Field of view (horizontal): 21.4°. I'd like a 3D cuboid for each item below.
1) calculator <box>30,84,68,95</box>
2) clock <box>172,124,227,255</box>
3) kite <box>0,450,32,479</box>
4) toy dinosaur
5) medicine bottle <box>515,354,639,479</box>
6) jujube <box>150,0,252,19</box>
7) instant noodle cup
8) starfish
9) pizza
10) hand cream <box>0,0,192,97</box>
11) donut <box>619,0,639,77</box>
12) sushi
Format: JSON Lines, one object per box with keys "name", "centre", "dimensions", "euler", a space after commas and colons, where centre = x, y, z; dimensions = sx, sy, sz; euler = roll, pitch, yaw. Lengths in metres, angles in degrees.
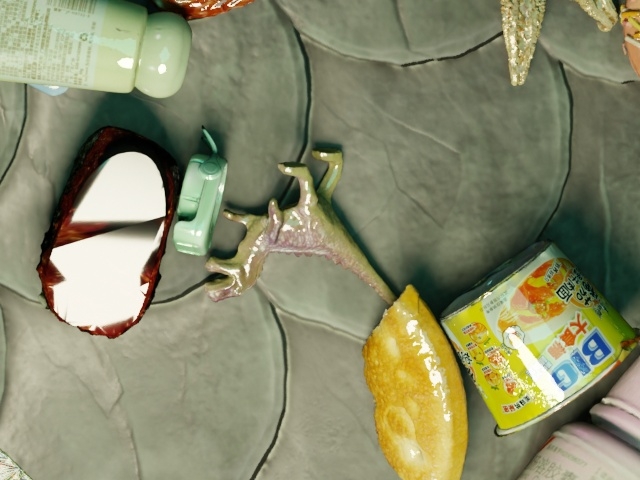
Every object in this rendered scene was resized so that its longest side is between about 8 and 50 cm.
{"name": "calculator", "centre": [-0.332, -0.245, 1.848], "dimensions": [0.210, 0.039, 0.121], "euler": [29, 93, -11]}
{"name": "clock", "centre": [-0.130, -0.054, 1.872], "dimensions": [0.041, 0.101, 0.135], "euler": [12, 78, 1]}
{"name": "kite", "centre": [-0.370, 0.276, 1.922], "dimensions": [0.122, 0.004, 0.090], "euler": [-6, 98, -8]}
{"name": "toy dinosaur", "centre": [-0.002, -0.001, 1.925], "dimensions": [0.251, 0.072, 0.199], "euler": [1, 107, -21]}
{"name": "medicine bottle", "centre": [0.354, 0.298, 1.915], "dimensions": [0.241, 0.241, 0.302], "euler": [42, 80, -11]}
{"name": "jujube", "centre": [-0.109, -0.307, 1.846], "dimensions": [0.176, 0.109, 0.112], "euler": [-28, 64, 4]}
{"name": "instant noodle cup", "centre": [0.239, 0.100, 1.908], "dimensions": [0.205, 0.205, 0.153], "euler": [-34, 90, -3]}
{"name": "starfish", "centre": [0.231, -0.299, 1.923], "dimensions": [0.295, 0.048, 0.231], "euler": [-20, 99, -5]}
{"name": "pizza", "centre": [0.110, 0.180, 1.928], "dimensions": [0.056, 0.134, 0.271], "euler": [-24, 102, -37]}
{"name": "hand cream", "centre": [-0.291, -0.219, 1.793], "dimensions": [0.306, 0.093, 0.147], "euler": [10, 101, -9]}
{"name": "donut", "centre": [0.429, -0.250, 1.901], "dimensions": [0.199, 0.085, 0.233], "euler": [7, 96, 27]}
{"name": "sushi", "centre": [-0.229, -0.013, 1.853], "dimensions": [0.136, 0.126, 0.225], "euler": [15, 100, -12]}
